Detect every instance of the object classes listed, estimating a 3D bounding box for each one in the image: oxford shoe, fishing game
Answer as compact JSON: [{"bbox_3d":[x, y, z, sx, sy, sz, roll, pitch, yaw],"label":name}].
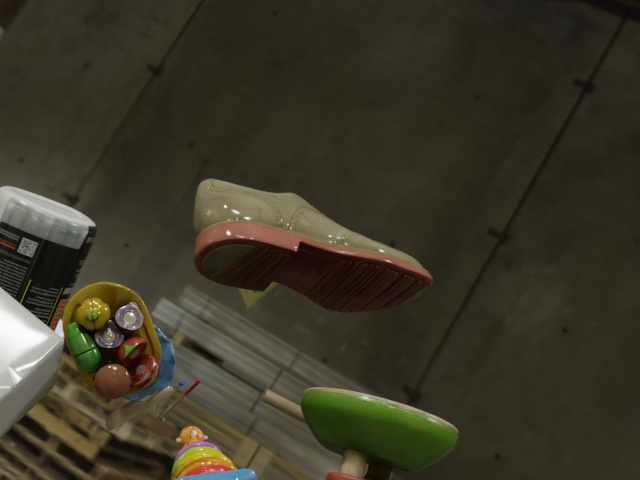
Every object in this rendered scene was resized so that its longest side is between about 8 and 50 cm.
[{"bbox_3d":[0.000,0.000,1.119,0.348,0.130,0.123,18,-45,-36],"label":"oxford shoe"},{"bbox_3d":[-0.363,0.223,1.703,0.264,0.189,0.041,42,21,-5],"label":"fishing game"}]

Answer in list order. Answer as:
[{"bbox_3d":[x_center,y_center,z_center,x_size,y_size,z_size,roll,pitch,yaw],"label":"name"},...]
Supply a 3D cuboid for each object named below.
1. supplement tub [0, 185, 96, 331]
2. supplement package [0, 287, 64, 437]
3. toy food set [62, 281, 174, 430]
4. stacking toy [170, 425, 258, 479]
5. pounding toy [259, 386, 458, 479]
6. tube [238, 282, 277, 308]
[{"bbox_3d":[-0.548,0.078,1.603,0.194,0.316,0.193,24,1,-1],"label":"supplement tub"},{"bbox_3d":[-0.534,0.141,1.242,0.293,0.177,0.175,39,-38,5],"label":"supplement package"},{"bbox_3d":[-0.299,0.169,1.311,0.071,0.128,0.217,-162,-130,-76],"label":"toy food set"},{"bbox_3d":[-0.243,0.468,1.800,0.175,0.165,0.302,-3,21,-18],"label":"stacking toy"},{"bbox_3d":[0.040,0.248,1.024,0.183,0.110,0.237,26,-21,-26],"label":"pounding toy"},{"bbox_3d":[-0.086,0.046,1.751,0.062,0.070,0.240,34,-48,-30],"label":"tube"}]
